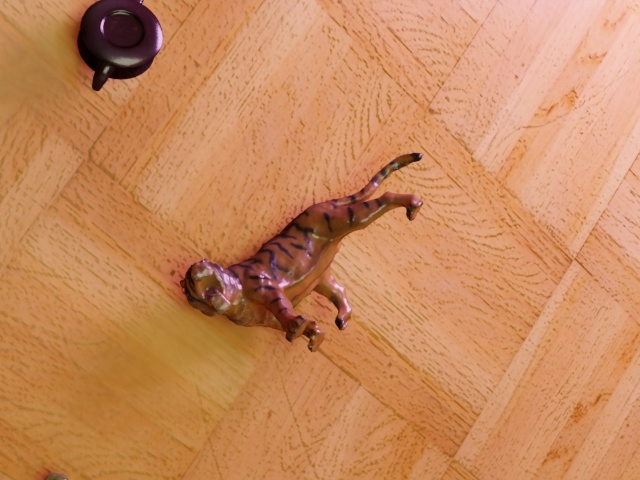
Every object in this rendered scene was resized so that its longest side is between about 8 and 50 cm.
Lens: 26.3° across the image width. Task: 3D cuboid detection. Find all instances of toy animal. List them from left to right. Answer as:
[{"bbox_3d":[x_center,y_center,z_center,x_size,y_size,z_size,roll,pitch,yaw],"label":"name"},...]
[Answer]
[{"bbox_3d":[-0.002,0.005,1.238,0.116,0.114,0.255,39,64,16],"label":"toy animal"}]

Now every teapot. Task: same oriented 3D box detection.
[{"bbox_3d":[-0.166,-0.168,1.136,0.068,0.045,0.100,26,63,-10],"label":"teapot"}]

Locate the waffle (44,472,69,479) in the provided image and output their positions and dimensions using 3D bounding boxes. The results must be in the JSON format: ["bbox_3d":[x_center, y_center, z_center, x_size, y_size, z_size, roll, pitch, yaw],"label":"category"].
[{"bbox_3d":[-0.239,0.319,1.136,0.223,0.054,0.204,-49,117,-20],"label":"waffle"}]
